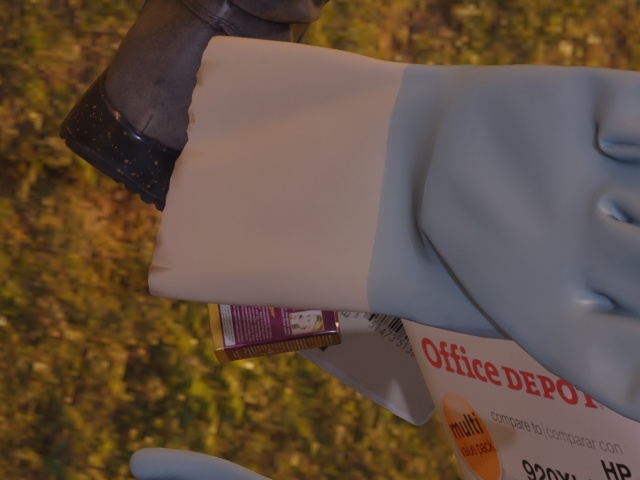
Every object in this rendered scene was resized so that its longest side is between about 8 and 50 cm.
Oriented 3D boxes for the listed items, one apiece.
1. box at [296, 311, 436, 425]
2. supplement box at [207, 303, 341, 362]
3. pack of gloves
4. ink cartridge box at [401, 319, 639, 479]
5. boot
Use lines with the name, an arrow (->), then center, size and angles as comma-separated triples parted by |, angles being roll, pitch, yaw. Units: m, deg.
box -> 0.000, 0.000, 1.363 | 0.148, 0.311, 0.121 | 33, 96, -34
supplement box -> -0.031, 0.045, 1.149 | 0.043, 0.083, 0.055 | 79, 3, -75
pack of gloves -> 0.029, 0.052, 0.449 | 0.046, 0.232, 0.195 | 13, 90, -39
ink cartridge box -> 0.171, 0.096, 0.725 | 0.168, 0.171, 0.232 | -27, 104, -21
boot -> -0.022, -0.157, 1.036 | 0.222, 0.118, 0.338 | -54, -172, 20
